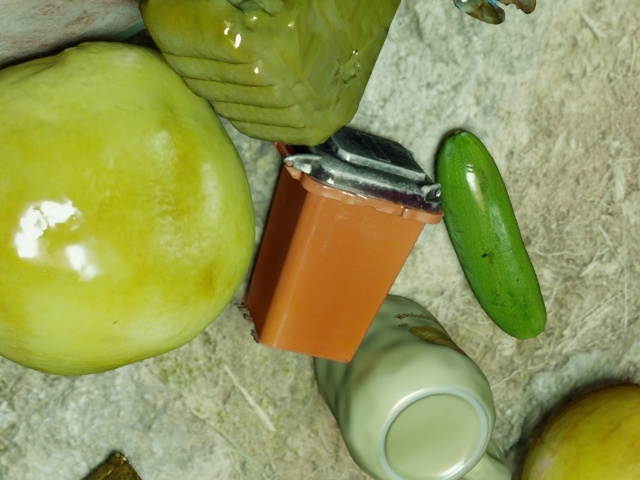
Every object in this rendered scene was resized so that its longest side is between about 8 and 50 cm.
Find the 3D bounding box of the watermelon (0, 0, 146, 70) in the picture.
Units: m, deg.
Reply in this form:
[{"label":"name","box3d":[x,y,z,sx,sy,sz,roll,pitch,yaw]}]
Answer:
[{"label":"watermelon","box3d":[-0.277,-0.259,0.996,0.250,0.293,0.283,-41,122,-30]}]

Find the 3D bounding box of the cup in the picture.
[{"label":"cup","box3d":[0.109,0.209,1.316,0.173,0.202,0.255,-25,117,-5]}]

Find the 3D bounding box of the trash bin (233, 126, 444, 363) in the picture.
[{"label":"trash bin","box3d":[0.000,0.000,1.225,0.184,0.161,0.238,16,110,-21]}]

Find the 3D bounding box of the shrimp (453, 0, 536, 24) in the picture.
[{"label":"shrimp","box3d":[0.100,-0.388,1.084,0.221,0.110,0.445,-37,131,-4]}]

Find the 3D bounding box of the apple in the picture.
[{"label":"apple","box3d":[0.386,0.308,1.400,0.286,0.286,0.233,39,90,-26]}]

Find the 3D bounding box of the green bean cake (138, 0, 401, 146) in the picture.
[{"label":"green bean cake","box3d":[-0.031,-0.229,1.025,0.233,0.124,0.236,46,60,-53]}]

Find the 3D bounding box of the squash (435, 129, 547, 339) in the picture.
[{"label":"squash","box3d":[0.199,0.005,1.324,0.082,0.082,0.292,-26,117,-4]}]

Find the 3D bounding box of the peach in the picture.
[{"label":"peach","box3d":[-0.228,-0.025,1.072,0.316,0.281,0.314,-14,101,-45]}]

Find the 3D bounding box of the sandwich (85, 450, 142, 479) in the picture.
[{"label":"sandwich","box3d":[-0.242,0.438,1.371,0.271,0.099,0.301,-37,120,7]}]
